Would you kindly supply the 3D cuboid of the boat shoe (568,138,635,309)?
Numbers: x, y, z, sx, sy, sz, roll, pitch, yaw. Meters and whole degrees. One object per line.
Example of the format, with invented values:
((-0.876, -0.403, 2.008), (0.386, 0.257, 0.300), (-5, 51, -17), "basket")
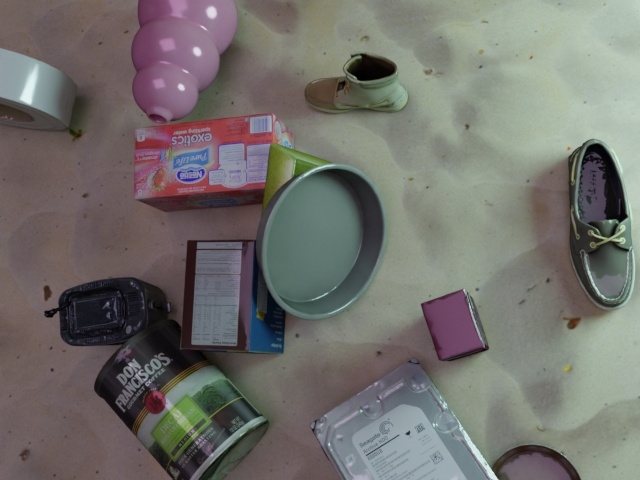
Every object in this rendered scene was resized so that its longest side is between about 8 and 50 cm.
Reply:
((0.496, -0.030, 1.317), (0.109, 0.091, 0.305), (-7, 79, 14), "boat shoe")

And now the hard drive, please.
((0.163, 0.407, 1.300), (0.237, 0.064, 0.339), (-31, 63, -5), "hard drive")

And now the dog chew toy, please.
((-0.288, -0.390, 1.509), (0.206, 0.206, 0.332), (5, 69, 16), "dog chew toy")

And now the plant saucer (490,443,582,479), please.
((0.376, 0.442, 1.303), (0.168, 0.029, 0.168), (-2, 81, 14), "plant saucer")

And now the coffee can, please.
((-0.261, 0.315, 1.407), (0.275, 0.201, 0.201), (43, 93, 17), "coffee can")

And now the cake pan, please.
((0.000, 0.000, 1.368), (0.054, 0.293, 0.293), (19, 85, 49), "cake pan")

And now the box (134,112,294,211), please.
((-0.211, -0.151, 1.501), (0.300, 0.142, 0.154), (-5, 79, 15), "box")

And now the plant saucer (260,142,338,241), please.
((-0.022, -0.077, 1.417), (0.045, 0.188, 0.188), (-2, 79, 47), "plant saucer")

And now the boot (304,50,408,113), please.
((0.057, -0.307, 1.442), (0.213, 0.165, 0.077), (5, 81, 14), "boot")

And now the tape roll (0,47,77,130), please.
((-0.676, -0.321, 1.583), (0.286, 0.286, 0.100), (7, 82, 16), "tape roll")

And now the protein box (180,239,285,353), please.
((-0.158, 0.112, 1.412), (0.136, 0.200, 0.201), (0, 81, 15), "protein box")

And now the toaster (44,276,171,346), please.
((-0.421, 0.151, 1.505), (0.227, 0.146, 0.129), (-11, 77, 12), "toaster")

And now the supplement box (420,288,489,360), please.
((0.240, 0.153, 1.304), (0.081, 0.188, 0.104), (-19, 76, 12), "supplement box")
